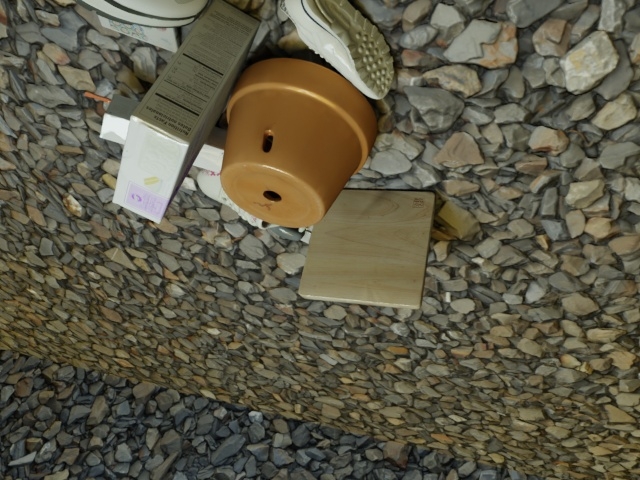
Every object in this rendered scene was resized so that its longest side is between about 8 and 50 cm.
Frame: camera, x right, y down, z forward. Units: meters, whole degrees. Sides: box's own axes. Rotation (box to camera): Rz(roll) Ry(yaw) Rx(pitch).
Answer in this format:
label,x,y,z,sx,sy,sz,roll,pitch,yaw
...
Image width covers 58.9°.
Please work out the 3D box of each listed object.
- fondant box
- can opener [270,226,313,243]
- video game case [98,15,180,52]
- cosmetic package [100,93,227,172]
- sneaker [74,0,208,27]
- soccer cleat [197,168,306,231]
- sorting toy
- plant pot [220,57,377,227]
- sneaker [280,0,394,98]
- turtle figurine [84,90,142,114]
label,x,y,z,sx,sy,sz,roll,pitch,yaw
fondant box,-0.232,-0.225,0.987,0.096,0.330,0.238,27,143,-10
can opener,0.000,0.000,1.355,0.280,0.093,0.074,22,132,7
video game case,-0.336,-0.410,1.023,0.157,0.019,0.143,20,163,-1
cosmetic package,-0.311,-0.215,1.150,0.239,0.099,0.060,16,121,-18
sneaker,-0.283,-0.454,0.749,0.257,0.169,0.447,-14,160,40
soccer cleat,-0.153,-0.097,1.259,0.331,0.143,0.116,8,142,24
sorting toy,0.109,0.024,1.226,0.257,0.256,0.089,4,156,20
plant pot,-0.057,-0.160,1.059,0.290,0.204,0.291,14,153,8
sneaker,0.034,-0.331,0.955,0.094,0.090,0.235,1,142,52
turtle figurine,-0.381,-0.225,1.247,0.269,0.087,0.217,11,122,-16
